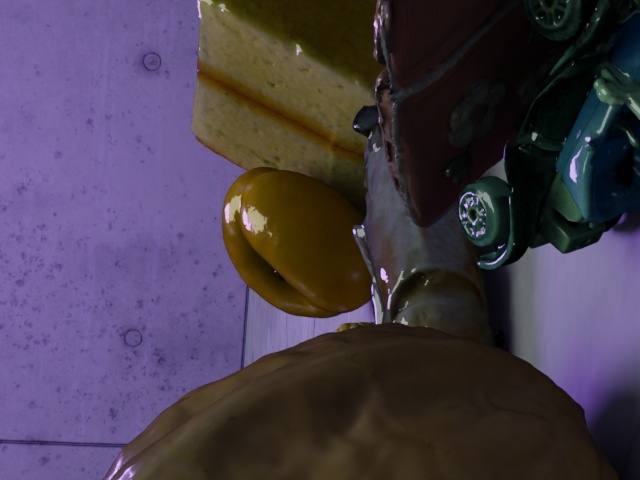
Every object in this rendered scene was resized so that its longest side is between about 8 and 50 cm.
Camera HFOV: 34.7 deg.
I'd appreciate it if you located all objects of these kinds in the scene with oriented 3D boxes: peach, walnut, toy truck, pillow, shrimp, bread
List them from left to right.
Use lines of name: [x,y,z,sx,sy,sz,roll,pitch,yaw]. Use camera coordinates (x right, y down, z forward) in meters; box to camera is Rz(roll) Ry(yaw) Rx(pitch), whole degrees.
peach: [-0.021,0.004,1.006,0.103,0.179,0.179,-46,-11,-25]
walnut: [0.011,0.146,0.445,0.225,0.261,0.225,57,170,16]
bread: [0.043,-0.238,1.072,0.361,0.245,0.233,-56,-11,-31]
shrimp: [0.065,0.045,0.728,0.247,0.085,0.360,95,172,-64]
pillow: [0.069,-0.096,0.410,0.126,0.043,0.232,-45,-23,-14]
toy truck: [0.117,-0.042,0.410,0.078,0.080,0.154,54,149,34]

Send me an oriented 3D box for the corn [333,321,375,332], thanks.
corn: [0.039,0.154,0.849,0.072,0.072,0.203,102,168,-45]
